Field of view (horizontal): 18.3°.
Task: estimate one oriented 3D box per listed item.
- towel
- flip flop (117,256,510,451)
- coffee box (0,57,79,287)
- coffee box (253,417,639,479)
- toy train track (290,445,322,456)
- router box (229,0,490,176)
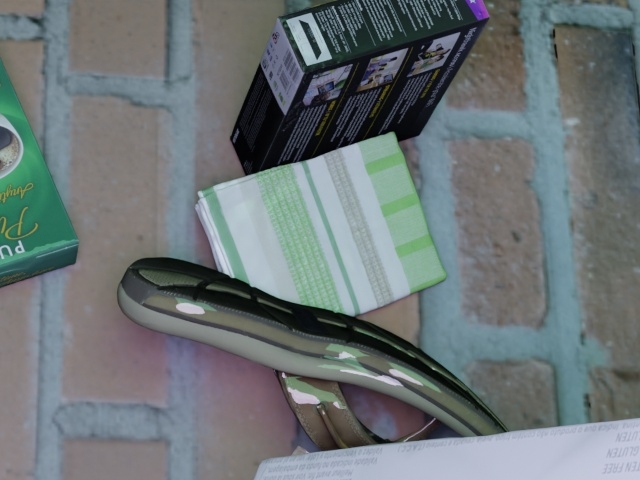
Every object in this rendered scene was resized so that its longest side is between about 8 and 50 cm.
[{"bbox_3d":[0.000,0.000,1.330,0.152,0.023,0.113,-18,90,-22],"label":"towel"},{"bbox_3d":[-0.004,0.090,1.256,0.277,0.112,0.080,20,98,-15],"label":"flip flop"},{"bbox_3d":[-0.242,-0.052,1.301,0.113,0.040,0.184,-20,71,-19],"label":"coffee box"},{"bbox_3d":[0.141,0.314,0.983,0.338,0.338,0.334,36,59,-32],"label":"coffee box"},{"bbox_3d":[-0.007,0.160,1.269,0.048,0.014,0.083,36,64,6],"label":"toy train track"},{"bbox_3d":[0.022,-0.105,1.304,0.133,0.179,0.046,-18,73,-20],"label":"router box"}]
